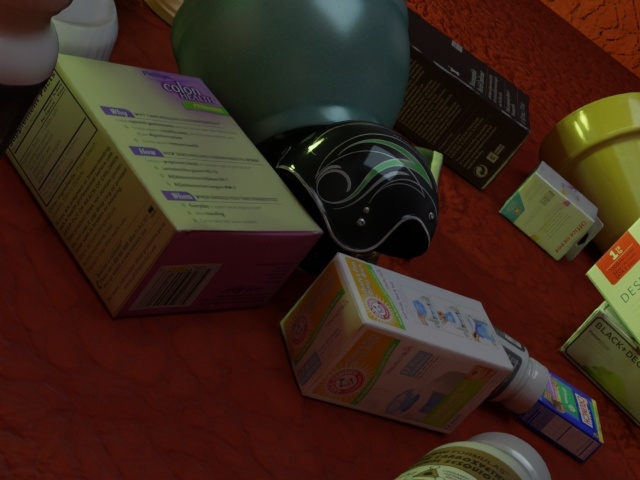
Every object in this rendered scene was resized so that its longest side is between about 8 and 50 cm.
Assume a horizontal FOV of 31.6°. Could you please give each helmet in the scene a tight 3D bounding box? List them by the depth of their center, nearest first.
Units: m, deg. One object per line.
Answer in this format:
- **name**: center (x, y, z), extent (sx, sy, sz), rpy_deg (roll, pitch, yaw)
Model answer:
- **helmet**: center (0.043, -0.046, 1.214), extent (0.162, 0.169, 0.169), rpy_deg (-25, 61, -25)

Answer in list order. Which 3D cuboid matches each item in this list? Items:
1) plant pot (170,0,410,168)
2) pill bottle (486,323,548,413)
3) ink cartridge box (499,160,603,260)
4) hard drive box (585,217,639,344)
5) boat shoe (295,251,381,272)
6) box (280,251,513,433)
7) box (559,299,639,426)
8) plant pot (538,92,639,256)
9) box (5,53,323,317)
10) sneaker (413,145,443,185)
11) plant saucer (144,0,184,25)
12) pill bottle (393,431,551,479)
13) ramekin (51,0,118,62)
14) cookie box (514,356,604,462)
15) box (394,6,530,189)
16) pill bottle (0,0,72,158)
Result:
- **plant pot**: center (-0.023, -0.172, 1.348), extent (0.293, 0.293, 0.196), rpy_deg (14, 56, -41)
- **pill bottle**: center (0.192, 0.139, 1.312), extent (0.137, 0.078, 0.078), rpy_deg (35, 26, -9)
- **ink cartridge box**: center (0.382, -0.044, 1.850), extent (0.143, 0.092, 0.090), rpy_deg (41, 25, 2)
- **hard drive box**: center (0.496, 0.072, 1.500), extent (0.089, 0.181, 0.232), rpy_deg (12, 35, -42)
- **boat shoe**: center (0.000, 0.000, 1.307), extent (0.178, 0.060, 0.064), rpy_deg (14, 35, -41)
- **box**: center (0.077, 0.109, 1.165), extent (0.203, 0.114, 0.103), rpy_deg (20, 32, -33)
- **box**: center (0.470, 0.151, 1.649), extent (0.169, 0.087, 0.290), rpy_deg (44, 25, 11)
- **plant pot**: center (0.543, -0.093, 1.997), extent (0.254, 0.254, 0.239), rpy_deg (14, 51, -41)
- **box**: center (-0.158, -0.053, 1.120), extent (0.214, 0.117, 0.243), rpy_deg (-1, 47, -54)
- **sneaker**: center (0.094, -0.062, 1.540), extent (0.118, 0.083, 0.222), rpy_deg (18, 34, -1)
- **plant saucer**: center (-0.183, -0.354, 1.678), extent (0.200, 0.037, 0.200), rpy_deg (30, 27, -17)
- **pill bottle**: center (0.119, 0.247, 0.975), extent (0.131, 0.131, 0.229), rpy_deg (46, 26, 14)
- **ramekin**: center (-0.336, -0.239, 1.180), extent (0.273, 0.127, 0.273), rpy_deg (31, 27, -17)
- **cookie box**: center (0.287, 0.205, 1.371), extent (0.107, 0.040, 0.092), rpy_deg (34, 25, -11)
- **box**: center (0.163, -0.272, 1.888), extent (0.381, 0.143, 0.191), rpy_deg (33, 27, -8)
- **pill bottle**: center (-0.302, -0.131, 0.870), extent (0.162, 0.278, 0.162), rpy_deg (30, 27, -17)
